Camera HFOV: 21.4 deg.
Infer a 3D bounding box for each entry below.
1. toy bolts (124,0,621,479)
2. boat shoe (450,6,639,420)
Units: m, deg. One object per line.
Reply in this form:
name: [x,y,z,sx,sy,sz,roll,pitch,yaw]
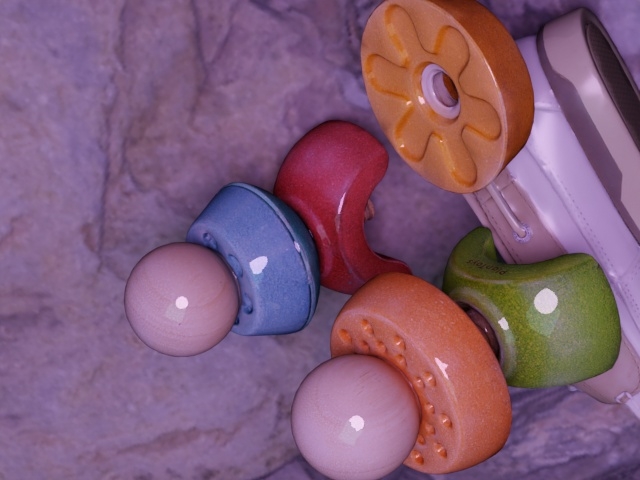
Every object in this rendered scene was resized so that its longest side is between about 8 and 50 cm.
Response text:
toy bolts: [0.000,0.000,0.836,0.228,0.158,0.218,12,124,53]
boat shoe: [0.159,0.030,0.908,0.103,0.113,0.302,-23,100,22]
